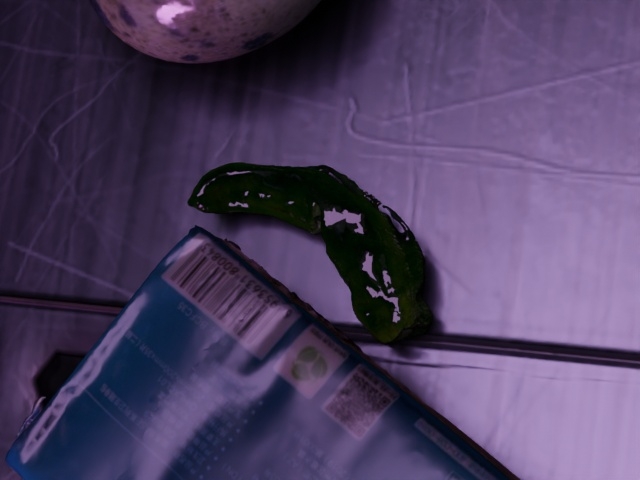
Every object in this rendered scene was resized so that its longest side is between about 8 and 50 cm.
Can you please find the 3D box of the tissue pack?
[{"bbox_3d":[-0.017,0.149,0.979,0.271,0.134,0.192,40,91,24],"label":"tissue pack"}]

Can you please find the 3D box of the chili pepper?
[{"bbox_3d":[0.002,-0.006,1.064,0.182,0.050,0.073,35,95,26],"label":"chili pepper"}]

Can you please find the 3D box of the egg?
[{"bbox_3d":[-0.066,-0.190,1.090,0.181,0.141,0.141,-16,70,9],"label":"egg"}]
